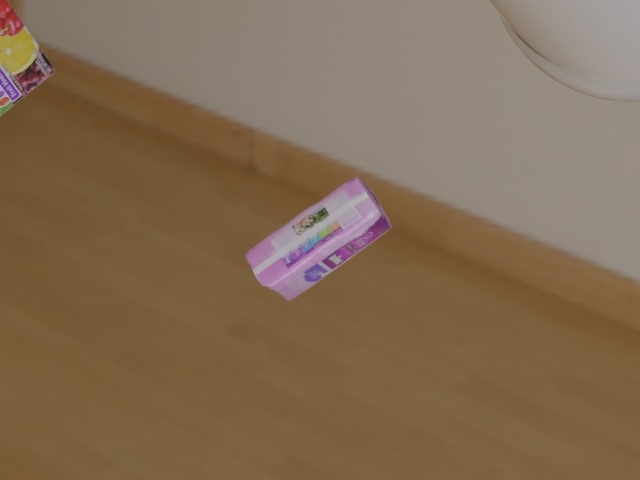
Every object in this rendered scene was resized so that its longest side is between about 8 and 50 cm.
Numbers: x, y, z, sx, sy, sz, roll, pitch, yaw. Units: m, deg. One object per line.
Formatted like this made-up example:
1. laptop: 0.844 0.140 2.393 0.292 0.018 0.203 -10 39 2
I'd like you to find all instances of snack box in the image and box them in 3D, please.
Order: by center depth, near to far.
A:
1. snack box: -0.254 -0.104 1.031 0.141 0.100 0.037 -40 54 -9

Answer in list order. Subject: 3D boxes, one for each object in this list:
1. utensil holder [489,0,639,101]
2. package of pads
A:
1. utensil holder: 0.241 -0.337 1.365 0.327 0.328 0.385 24 -4 31
2. package of pads: 0.000 0.000 0.931 0.032 0.083 0.050 56 5 15
